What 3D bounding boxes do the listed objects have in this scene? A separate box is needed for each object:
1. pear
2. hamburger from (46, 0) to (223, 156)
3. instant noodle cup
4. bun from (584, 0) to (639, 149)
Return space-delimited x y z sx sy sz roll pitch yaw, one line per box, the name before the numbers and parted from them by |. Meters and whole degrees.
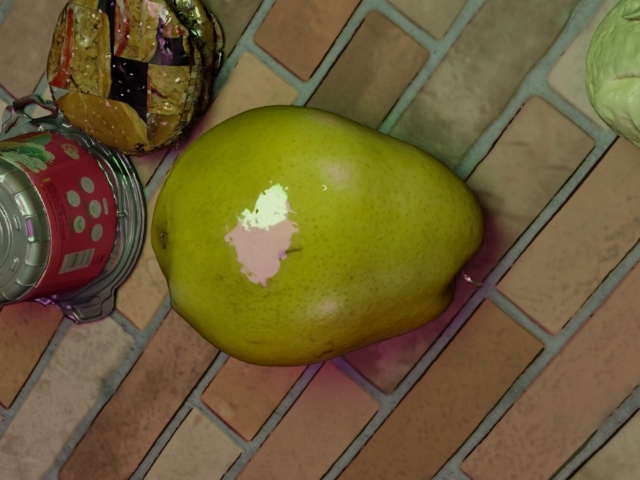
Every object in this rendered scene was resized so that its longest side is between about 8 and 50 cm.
pear | -0.005 -0.004 1.099 0.336 0.285 0.285 -1 100 20
hamburger | -0.228 -0.213 1.240 0.231 0.107 0.231 7 110 18
instant noodle cup | -0.369 -0.025 1.289 0.258 0.181 0.302 -26 90 23
bun | 0.352 -0.129 0.934 0.244 0.244 0.153 13 81 19
